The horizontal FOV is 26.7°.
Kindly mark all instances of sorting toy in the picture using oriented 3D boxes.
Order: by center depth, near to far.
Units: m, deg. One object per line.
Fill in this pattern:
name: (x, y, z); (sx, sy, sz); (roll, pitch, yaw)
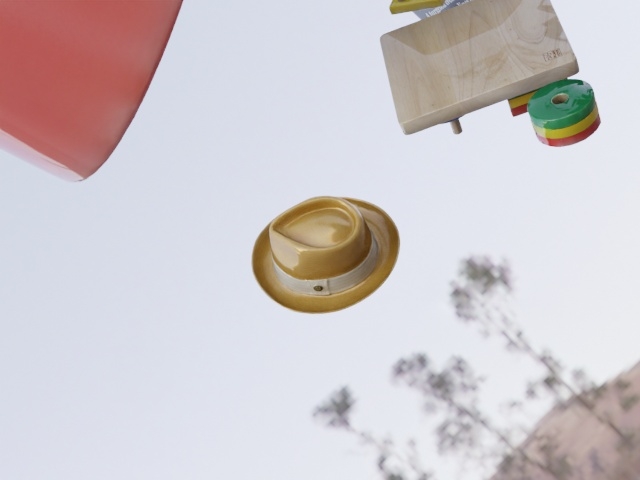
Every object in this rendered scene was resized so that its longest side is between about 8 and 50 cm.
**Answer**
sorting toy: (0.119, -0.132, 1.012); (0.132, 0.274, 0.046); (-20, -54, 9)

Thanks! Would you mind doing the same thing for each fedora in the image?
fedora: (0.000, 0.000, 1.687); (0.194, 0.194, 0.079); (-37, -37, -13)

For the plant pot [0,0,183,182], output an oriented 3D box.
plant pot: (-0.242, -0.203, 0.957); (0.243, 0.275, 0.275); (18, -57, -22)

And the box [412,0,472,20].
box: (0.127, -0.428, 1.402); (0.212, 0.395, 0.293); (-51, 8, -19)
